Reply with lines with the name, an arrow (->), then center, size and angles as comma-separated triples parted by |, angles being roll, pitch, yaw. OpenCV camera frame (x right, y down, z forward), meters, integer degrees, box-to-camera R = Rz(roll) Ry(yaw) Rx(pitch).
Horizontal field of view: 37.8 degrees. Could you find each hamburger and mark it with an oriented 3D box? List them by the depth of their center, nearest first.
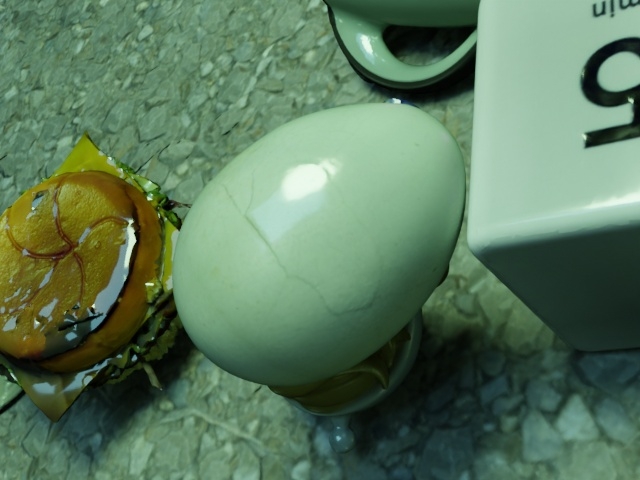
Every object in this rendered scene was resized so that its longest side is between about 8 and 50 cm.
hamburger -> -0.216, 0.042, 0.892 | 0.243, 0.138, 0.262 | -44, 58, 2

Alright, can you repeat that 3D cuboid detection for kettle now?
kettle -> 0.101, -0.241, 0.825 | 0.236, 0.161, 0.221 | 10, 102, 41

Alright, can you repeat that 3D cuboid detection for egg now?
egg -> 0.000, 0.000, 0.585 | 0.209, 0.151, 0.151 | -44, 47, 14

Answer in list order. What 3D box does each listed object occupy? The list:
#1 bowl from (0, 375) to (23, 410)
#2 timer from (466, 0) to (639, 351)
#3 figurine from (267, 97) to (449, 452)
bowl -> -0.404, 0.073, 1.034 | 0.237, 0.126, 0.238 | -18, 55, 27
timer -> 0.217, -0.056, 0.589 | 0.194, 0.192, 0.195 | -10, 60, 33
figurine -> 0.018, 0.016, 0.755 | 0.193, 0.133, 0.274 | -24, 43, 21
